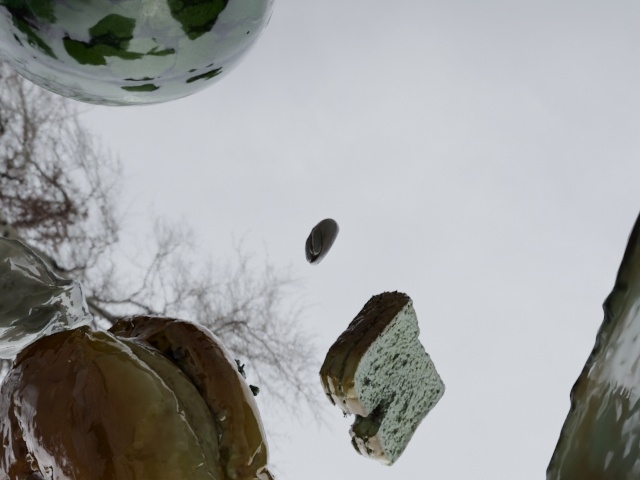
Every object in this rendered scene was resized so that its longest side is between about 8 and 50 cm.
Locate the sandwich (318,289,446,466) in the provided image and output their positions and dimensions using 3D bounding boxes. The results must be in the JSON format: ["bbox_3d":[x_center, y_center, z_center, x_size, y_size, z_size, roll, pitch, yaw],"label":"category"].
[{"bbox_3d":[0.120,0.272,1.496,0.095,0.273,0.249,6,-140,42],"label":"sandwich"}]

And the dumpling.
[{"bbox_3d":[-0.297,0.061,0.756,0.127,0.188,0.108,1,-133,8],"label":"dumpling"}]

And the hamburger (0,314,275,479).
[{"bbox_3d":[-0.165,0.221,0.647,0.170,0.315,0.289,-8,170,-44],"label":"hamburger"}]

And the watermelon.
[{"bbox_3d":[-0.218,-0.317,0.841,0.362,0.363,0.363,-7,-143,6],"label":"watermelon"}]

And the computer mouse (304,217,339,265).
[{"bbox_3d":[-0.002,-0.002,1.309,0.039,0.066,0.096,37,-137,-9],"label":"computer mouse"}]

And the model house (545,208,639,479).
[{"bbox_3d":[0.498,0.138,0.718,0.399,0.395,0.446,21,-99,7],"label":"model house"}]

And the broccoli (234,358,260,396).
[{"bbox_3d":[-0.181,0.266,1.169,0.176,0.226,0.198,44,-122,4],"label":"broccoli"}]
